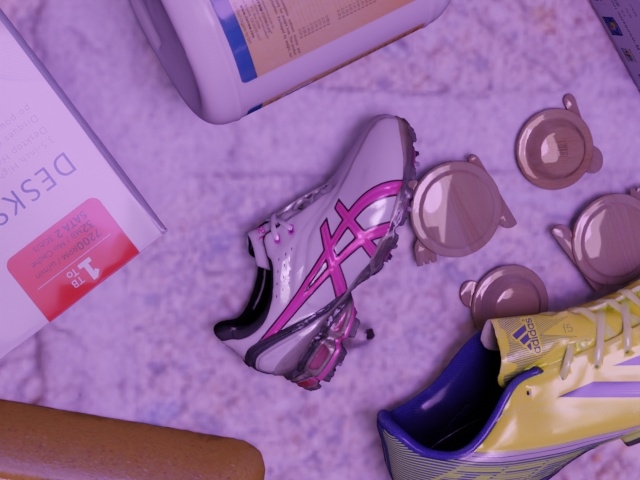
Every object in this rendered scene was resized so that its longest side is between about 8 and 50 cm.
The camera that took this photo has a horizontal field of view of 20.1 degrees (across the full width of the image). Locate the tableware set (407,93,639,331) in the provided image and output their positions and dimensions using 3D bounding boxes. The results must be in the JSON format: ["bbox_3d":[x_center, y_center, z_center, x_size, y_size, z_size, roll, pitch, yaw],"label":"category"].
[{"bbox_3d":[0.143,-0.010,1.210,0.168,0.020,0.141,-30,105,-10],"label":"tableware set"}]

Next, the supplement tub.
[{"bbox_3d":[-0.010,-0.171,1.074,0.199,0.144,0.144,-27,105,-11],"label":"supplement tub"}]

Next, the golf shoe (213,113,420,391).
[{"bbox_3d":[0.000,0.000,1.145,0.086,0.067,0.186,24,92,-17],"label":"golf shoe"}]

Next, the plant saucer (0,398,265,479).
[{"bbox_3d":[-0.199,0.257,1.072,0.332,0.081,0.333,12,78,-17],"label":"plant saucer"}]

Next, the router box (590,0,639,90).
[{"bbox_3d":[0.367,-0.149,1.218,0.301,0.082,0.335,-34,106,-8],"label":"router box"}]

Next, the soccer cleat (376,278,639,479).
[{"bbox_3d":[0.168,0.080,1.180,0.289,0.093,0.121,-34,119,-2],"label":"soccer cleat"}]

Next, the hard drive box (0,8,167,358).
[{"bbox_3d":[-0.233,-0.048,1.060,0.181,0.089,0.232,-39,107,-6],"label":"hard drive box"}]
